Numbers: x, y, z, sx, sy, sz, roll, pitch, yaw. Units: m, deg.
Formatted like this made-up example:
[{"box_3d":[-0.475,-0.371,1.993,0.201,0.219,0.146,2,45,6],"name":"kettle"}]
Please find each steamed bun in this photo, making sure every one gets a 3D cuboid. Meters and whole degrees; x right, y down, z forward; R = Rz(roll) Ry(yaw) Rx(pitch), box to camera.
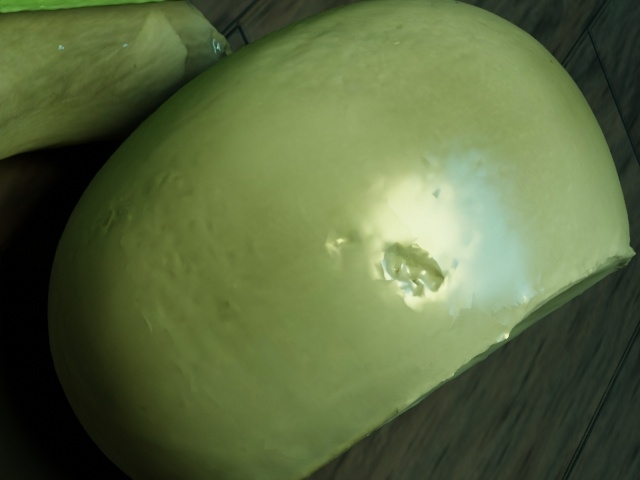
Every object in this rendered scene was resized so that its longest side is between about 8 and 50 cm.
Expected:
[{"box_3d":[0.000,0.000,0.933,0.206,0.324,0.324,57,33,7],"name":"steamed bun"}]

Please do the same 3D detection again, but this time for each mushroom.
[{"box_3d":[-0.151,-0.089,0.927,0.247,0.096,0.108,-29,106,-50],"name":"mushroom"}]

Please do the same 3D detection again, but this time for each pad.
[{"box_3d":[-0.133,0.102,0.981,0.265,0.009,0.160,28,57,-50],"name":"pad"}]

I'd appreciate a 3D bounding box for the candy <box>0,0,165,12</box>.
[{"box_3d":[-0.158,-0.186,0.846,0.343,0.142,0.132,-7,48,-39],"name":"candy"}]
